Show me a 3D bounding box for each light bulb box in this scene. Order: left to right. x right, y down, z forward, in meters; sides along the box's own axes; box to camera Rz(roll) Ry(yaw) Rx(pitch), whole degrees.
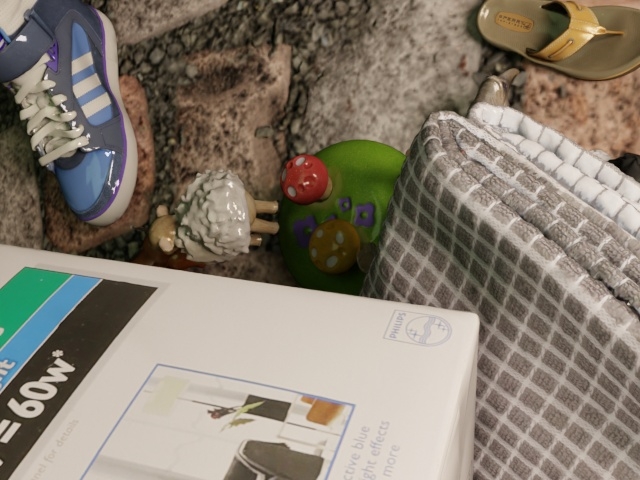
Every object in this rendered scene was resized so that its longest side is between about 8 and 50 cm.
[{"bbox_3d":[-0.095,0.221,0.499,0.361,0.225,0.358,8,128,18],"label":"light bulb box"}]

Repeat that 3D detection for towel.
[{"bbox_3d":[0.146,0.074,0.504,0.283,0.121,0.235,45,136,33],"label":"towel"}]

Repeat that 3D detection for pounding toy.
[{"bbox_3d":[0.000,0.000,0.766,0.183,0.110,0.237,35,101,29],"label":"pounding toy"}]

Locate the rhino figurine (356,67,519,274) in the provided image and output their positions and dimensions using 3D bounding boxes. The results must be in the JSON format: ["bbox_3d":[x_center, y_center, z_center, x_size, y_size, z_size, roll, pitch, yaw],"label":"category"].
[{"bbox_3d":[0.127,-0.057,0.698,0.073,0.106,0.243,25,83,34],"label":"rhino figurine"}]

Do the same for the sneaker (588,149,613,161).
[{"bbox_3d":[0.198,0.061,0.655,0.153,0.101,0.268,47,113,25],"label":"sneaker"}]

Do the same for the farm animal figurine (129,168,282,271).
[{"bbox_3d":[-0.174,0.122,0.755,0.327,0.172,0.330,-25,64,50],"label":"farm animal figurine"}]

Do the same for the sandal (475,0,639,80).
[{"bbox_3d":[0.223,-0.198,0.698,0.180,0.049,0.072,24,96,30],"label":"sandal"}]

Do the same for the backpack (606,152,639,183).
[{"bbox_3d":[0.294,0.021,0.561,0.182,0.115,0.152,13,93,-8],"label":"backpack"}]

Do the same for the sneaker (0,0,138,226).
[{"bbox_3d":[-0.358,-0.185,0.921,0.130,0.236,0.323,-15,76,28],"label":"sneaker"}]
